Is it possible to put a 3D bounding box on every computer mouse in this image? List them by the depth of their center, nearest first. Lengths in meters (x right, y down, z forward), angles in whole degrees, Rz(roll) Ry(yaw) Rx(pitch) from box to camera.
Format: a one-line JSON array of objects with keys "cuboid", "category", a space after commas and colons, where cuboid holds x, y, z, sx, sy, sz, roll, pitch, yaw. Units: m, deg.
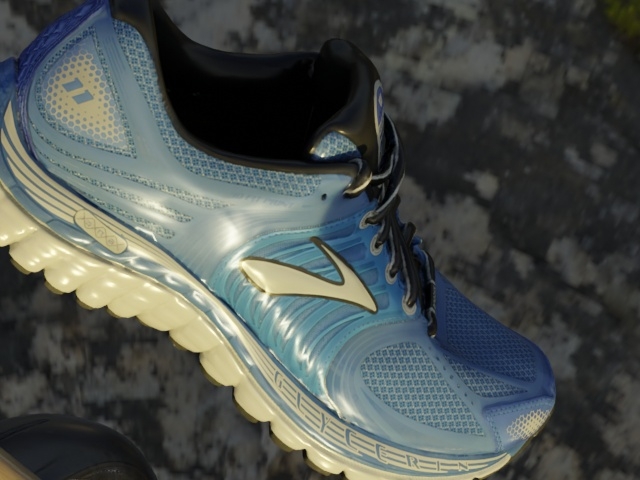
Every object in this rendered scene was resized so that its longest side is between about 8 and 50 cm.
[{"cuboid": [-0.208, 0.160, 1.163, 0.188, 0.272, 0.072, 9, 98, 35], "category": "computer mouse"}]

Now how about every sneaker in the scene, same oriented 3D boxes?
[{"cuboid": [0.000, 0.000, 0.804, 0.330, 0.147, 0.130, 33, 26, -29], "category": "sneaker"}]

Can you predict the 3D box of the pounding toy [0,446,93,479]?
[{"cuboid": [-0.207, 0.104, 0.608, 0.269, 0.154, 0.155, 2, 73, -15], "category": "pounding toy"}]
